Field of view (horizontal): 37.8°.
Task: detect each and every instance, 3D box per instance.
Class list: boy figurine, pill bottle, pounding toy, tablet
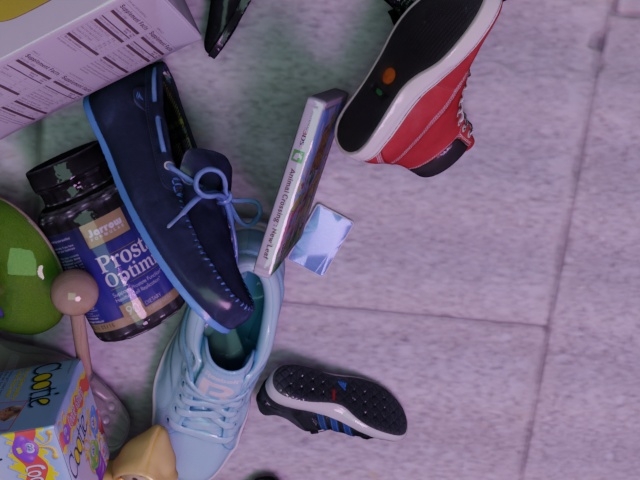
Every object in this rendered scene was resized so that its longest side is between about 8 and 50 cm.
[{"bbox_3d":[-0.243,0.348,1.190,0.177,0.092,0.285,28,123,-10],"label":"boy figurine"},{"bbox_3d":[-0.256,-0.001,1.109,0.123,0.123,0.219,-23,106,5],"label":"pill bottle"},{"bbox_3d":[-0.375,0.064,1.074,0.237,0.110,0.183,33,132,16],"label":"pounding toy"},{"bbox_3d":[0.000,0.000,1.177,0.054,0.006,0.083,28,104,-9],"label":"tablet"}]

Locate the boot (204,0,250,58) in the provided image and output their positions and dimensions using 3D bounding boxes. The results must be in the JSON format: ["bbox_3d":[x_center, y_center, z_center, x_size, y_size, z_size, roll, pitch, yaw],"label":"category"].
[{"bbox_3d":[-0.132,-0.284,1.073,0.099,0.045,0.121,29,99,-10],"label":"boot"}]

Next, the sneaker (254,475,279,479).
[{"bbox_3d":[-0.122,0.391,1.185,0.130,0.087,0.227,52,59,-40],"label":"sneaker"}]

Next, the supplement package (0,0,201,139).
[{"bbox_3d":[-0.300,-0.261,0.967,0.262,0.198,0.199,-25,85,5],"label":"supplement package"}]

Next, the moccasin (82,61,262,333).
[{"bbox_3d":[-0.152,-0.065,1.022,0.117,0.138,0.342,-32,72,4],"label":"moccasin"}]

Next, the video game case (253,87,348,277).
[{"bbox_3d":[-0.018,-0.072,1.047,0.023,0.212,0.193,19,103,4],"label":"video game case"}]

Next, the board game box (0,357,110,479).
[{"bbox_3d":[-0.399,0.249,1.056,0.275,0.144,0.142,-10,113,2],"label":"board game box"}]

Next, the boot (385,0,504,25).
[{"bbox_3d":[0.141,-0.353,1.034,0.207,0.094,0.246,-25,111,1],"label":"boot"}]

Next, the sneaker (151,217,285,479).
[{"bbox_3d":[-0.135,0.157,1.143,0.135,0.150,0.366,13,107,-4],"label":"sneaker"}]

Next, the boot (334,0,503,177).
[{"bbox_3d":[0.148,-0.177,1.056,0.176,0.088,0.244,11,128,-43],"label":"boot"}]

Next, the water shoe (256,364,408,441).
[{"bbox_3d":[0.016,0.216,1.218,0.203,0.073,0.080,23,138,-15],"label":"water shoe"}]

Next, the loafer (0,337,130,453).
[{"bbox_3d":[-0.394,0.186,1.178,0.319,0.112,0.111,31,140,-15],"label":"loafer"}]
